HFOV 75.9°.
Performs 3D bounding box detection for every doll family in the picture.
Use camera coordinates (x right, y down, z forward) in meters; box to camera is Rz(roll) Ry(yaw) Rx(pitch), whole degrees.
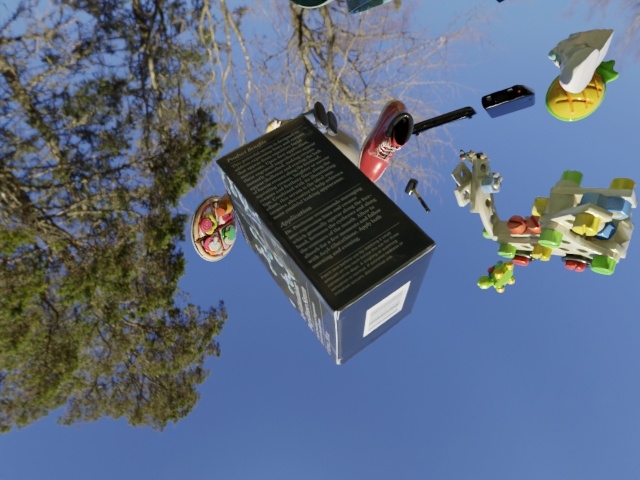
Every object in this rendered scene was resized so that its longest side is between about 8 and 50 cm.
[{"bbox_3d":[0.597,-0.274,1.533,0.076,0.111,0.193,-35,-80,0],"label":"doll family"}]

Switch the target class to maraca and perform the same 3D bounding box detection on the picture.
[{"bbox_3d":[0.662,-0.390,1.044,0.127,0.099,0.185,40,-82,13],"label":"maraca"}]

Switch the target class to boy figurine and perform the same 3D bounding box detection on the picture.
[{"bbox_3d":[-0.094,-0.312,1.233,0.285,0.177,0.092,-20,-116,31],"label":"boy figurine"}]

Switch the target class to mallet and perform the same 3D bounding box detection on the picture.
[{"bbox_3d":[0.381,-0.175,1.576,0.039,0.062,0.189,4,-148,-20],"label":"mallet"}]

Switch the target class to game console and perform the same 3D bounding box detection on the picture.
[{"bbox_3d":[0.464,-0.389,1.269,0.361,0.213,0.043,-12,-88,29],"label":"game console"}]

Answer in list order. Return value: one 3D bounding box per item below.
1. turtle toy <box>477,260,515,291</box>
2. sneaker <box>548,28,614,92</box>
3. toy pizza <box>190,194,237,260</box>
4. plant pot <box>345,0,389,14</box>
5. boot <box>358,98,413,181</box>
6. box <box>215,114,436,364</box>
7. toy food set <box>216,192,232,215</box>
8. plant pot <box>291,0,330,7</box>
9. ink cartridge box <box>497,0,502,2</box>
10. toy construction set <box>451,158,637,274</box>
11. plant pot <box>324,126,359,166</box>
[{"bbox_3d":[0.572,0.116,1.336,0.130,0.095,0.066,-33,-143,-13],"label":"turtle toy"},{"bbox_3d":[0.493,-0.357,0.809,0.094,0.080,0.212,26,-127,30],"label":"sneaker"},{"bbox_3d":[-0.313,-0.036,1.246,0.032,0.201,0.201,5,-128,27],"label":"toy pizza"},{"bbox_3d":[0.145,-0.571,0.704,0.293,0.235,0.293,-20,-158,9],"label":"plant pot"},{"bbox_3d":[0.171,-0.242,1.105,0.088,0.244,0.176,16,-148,-10],"label":"boot"},{"bbox_3d":[0.000,0.000,0.834,0.212,0.293,0.395,-32,-119,-15],"label":"box"},{"bbox_3d":[-0.149,-0.093,1.078,0.232,0.111,0.104,16,-155,-6],"label":"toy food set"},{"bbox_3d":[0.013,-0.892,1.269,0.290,0.290,0.195,35,-135,15],"label":"plant pot"},{"bbox_3d":[0.572,-0.802,1.126,0.176,0.371,0.069,28,-93,-19],"label":"ink cartridge box"},{"bbox_3d":[0.363,-0.038,0.699,0.215,0.328,0.151,26,-85,-28],"label":"toy construction set"},{"bbox_3d":[-0.017,-0.367,1.623,0.257,0.274,0.256,-5,-100,29],"label":"plant pot"}]
